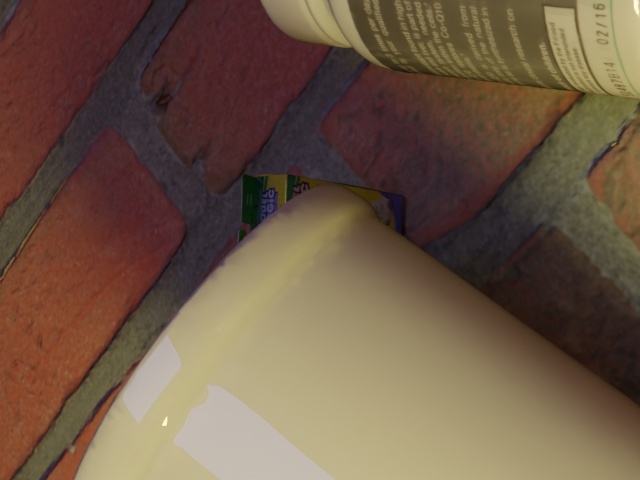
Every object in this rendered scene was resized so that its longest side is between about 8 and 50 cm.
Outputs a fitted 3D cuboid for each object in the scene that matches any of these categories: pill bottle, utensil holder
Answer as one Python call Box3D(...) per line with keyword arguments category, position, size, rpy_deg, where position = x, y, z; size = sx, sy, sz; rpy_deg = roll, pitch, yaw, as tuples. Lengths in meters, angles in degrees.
Box3D(category="pill bottle", position=(0.132, -0.229, 0.947), size=(0.361, 0.204, 0.204), rpy_deg=(12, 92, 37))
Box3D(category="utensil holder", position=(0.075, 0.197, 0.813), size=(0.385, 0.327, 0.328), rpy_deg=(34, 106, 12))

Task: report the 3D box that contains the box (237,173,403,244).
Box3D(category="box", position=(0.000, 0.000, 1.033), size=(0.043, 0.179, 0.105), rpy_deg=(-1, 84, 45))
